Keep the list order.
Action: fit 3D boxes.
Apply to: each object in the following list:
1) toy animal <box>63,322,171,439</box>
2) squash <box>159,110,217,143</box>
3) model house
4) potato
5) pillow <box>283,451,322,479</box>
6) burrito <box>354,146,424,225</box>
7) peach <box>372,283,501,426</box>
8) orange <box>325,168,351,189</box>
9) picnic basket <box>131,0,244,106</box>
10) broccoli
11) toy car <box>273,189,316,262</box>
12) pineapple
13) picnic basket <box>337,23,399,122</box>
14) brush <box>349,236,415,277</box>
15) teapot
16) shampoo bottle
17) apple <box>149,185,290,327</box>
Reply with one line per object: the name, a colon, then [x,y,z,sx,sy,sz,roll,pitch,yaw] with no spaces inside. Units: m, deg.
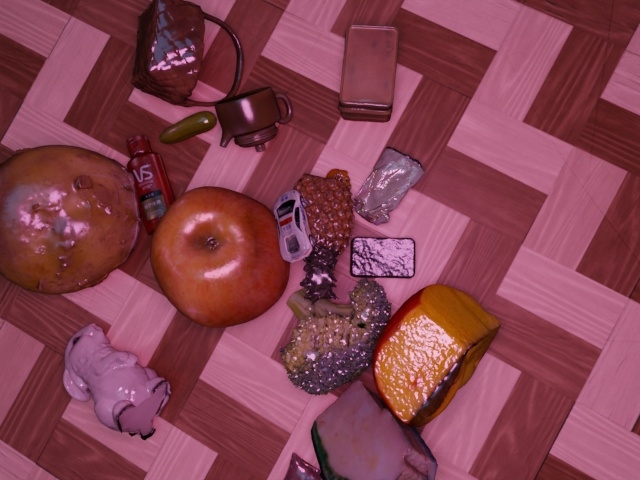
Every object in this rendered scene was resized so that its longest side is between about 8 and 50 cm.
toy animal: [-0.634,0.419,1.329,0.357,0.194,0.257,28,113,23]
squash: [-0.424,-0.358,1.412,0.201,0.066,0.066,-20,84,10]
model house: [0.171,0.576,1.168,0.284,0.298,0.243,38,97,-31]
potato: [-0.776,-0.059,1.272,0.385,0.319,0.442,3,91,18]
pillow: [-0.026,0.723,1.298,0.185,0.043,0.118,26,86,7]
burrito: [0.198,-0.157,1.323,0.144,0.089,0.229,35,89,21]
peach: [0.277,0.295,1.155,0.242,0.380,0.306,35,120,25]
orange: [0.053,-0.181,1.350,0.086,0.062,0.086,-1,85,9]
picnic basket: [-0.381,-0.549,1.339,0.337,0.337,0.293,10,96,6]
broccoli: [0.029,0.250,1.226,0.302,0.249,0.375,43,96,4]
toy car: [-0.075,-0.041,1.159,0.095,0.056,0.204,-24,66,25]
pineapple: [0.000,0.000,1.227,0.202,0.202,0.362,-2,58,6]
picnic basket: [0.144,-0.497,1.325,0.165,0.139,0.266,5,86,6]
brush: [0.186,0.051,1.319,0.197,0.059,0.123,1,84,6]
teapot: [-0.197,-0.361,1.344,0.268,0.185,0.175,-29,119,-24]
shampoo bottle: [-0.537,-0.178,1.400,0.118,0.076,0.314,-20,84,11]
apple: [-0.276,0.043,1.226,0.392,0.346,0.391,-1,80,3]
